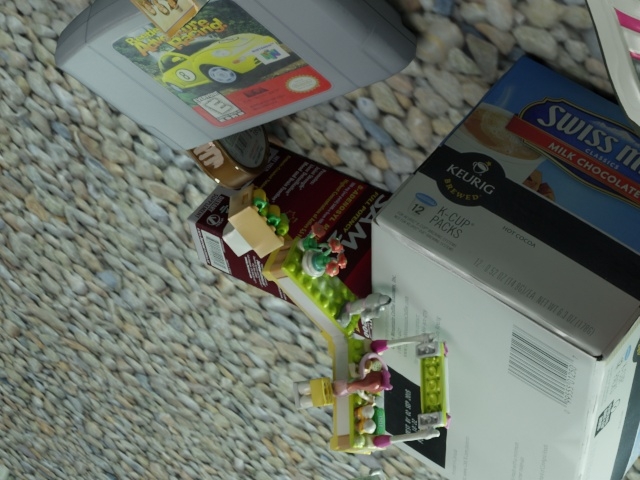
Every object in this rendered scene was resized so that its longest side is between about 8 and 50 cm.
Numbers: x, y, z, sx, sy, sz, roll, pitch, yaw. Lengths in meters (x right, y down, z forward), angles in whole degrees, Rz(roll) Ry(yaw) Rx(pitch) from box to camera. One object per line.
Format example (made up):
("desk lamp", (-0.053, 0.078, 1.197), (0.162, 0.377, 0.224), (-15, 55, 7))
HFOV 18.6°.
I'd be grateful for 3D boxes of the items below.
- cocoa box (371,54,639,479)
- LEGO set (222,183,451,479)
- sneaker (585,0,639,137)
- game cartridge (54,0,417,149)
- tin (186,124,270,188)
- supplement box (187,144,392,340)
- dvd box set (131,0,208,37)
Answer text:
("cocoa box", (0.197, 0.060, 1.708), (0.231, 0.228, 0.347), (32, 151, 22))
("LEGO set", (0.027, 0.078, 1.602), (0.107, 0.132, 0.287), (-13, 95, 43))
("sneaker", (0.283, -0.173, 1.350), (0.178, 0.123, 0.296), (-12, 106, 60))
("game cartridge", (-0.087, -0.177, 1.749), (0.294, 0.060, 0.196), (-18, 139, 34))
("tin", (-0.119, -0.137, 1.947), (0.040, 0.106, 0.190), (-30, 113, 26))
("supplement box", (0.000, 0.000, 1.971), (0.239, 0.130, 0.073), (23, 148, 27))
("dvd box set", (-0.163, -0.390, 1.410), (0.420, 0.308, 0.062), (45, 147, -8))
